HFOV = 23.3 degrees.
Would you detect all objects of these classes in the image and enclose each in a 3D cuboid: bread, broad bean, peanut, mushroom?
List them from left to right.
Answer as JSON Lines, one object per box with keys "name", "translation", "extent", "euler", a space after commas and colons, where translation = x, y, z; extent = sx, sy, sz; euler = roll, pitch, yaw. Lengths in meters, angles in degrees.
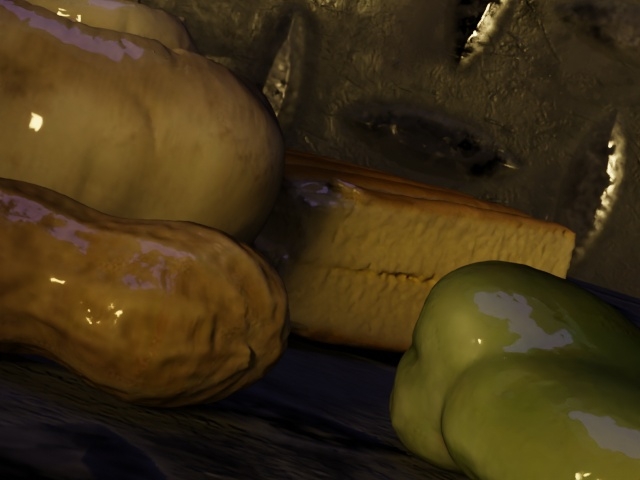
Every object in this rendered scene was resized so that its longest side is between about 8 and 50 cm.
{"name": "mushroom", "translation": [-0.142, -0.089, 0.834], "extent": [0.260, 0.234, 0.254], "euler": [16, 2, -16]}
{"name": "peanut", "translation": [-0.105, 0.023, 0.653], "extent": [0.192, 0.089, 0.089], "euler": [12, 6, -9]}
{"name": "bread", "translation": [0.000, 0.000, 1.059], "extent": [0.246, 0.111, 0.239], "euler": [10, 6, -38]}
{"name": "broad bean", "translation": [0.132, 0.089, 0.700], "extent": [0.169, 0.100, 0.228], "euler": [5, 24, -34]}
